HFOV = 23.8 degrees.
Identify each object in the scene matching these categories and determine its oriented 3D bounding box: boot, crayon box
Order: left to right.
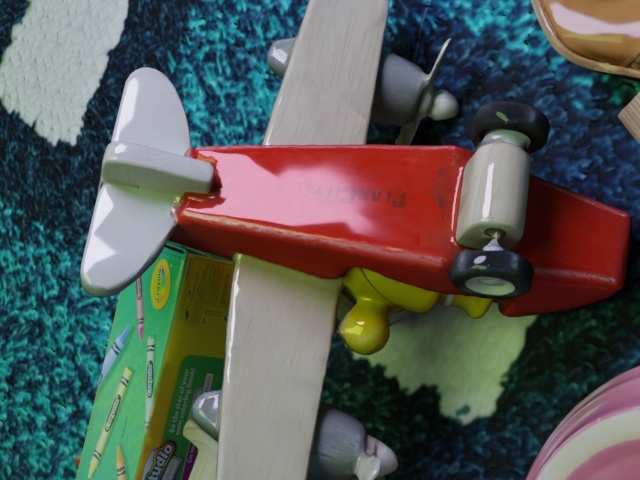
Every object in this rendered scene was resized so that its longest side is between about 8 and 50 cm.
[{"bbox_3d":[-0.115,0.147,1.377,0.081,0.165,0.279,16,92,45],"label":"crayon box"},{"bbox_3d":[0.259,-0.177,1.148,0.152,0.073,0.197,-49,64,27],"label":"boot"}]

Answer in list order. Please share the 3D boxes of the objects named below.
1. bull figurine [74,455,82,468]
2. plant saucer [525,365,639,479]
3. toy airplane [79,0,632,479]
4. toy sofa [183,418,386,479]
[{"bbox_3d":[-0.231,0.346,1.428,0.101,0.310,0.188,5,125,21],"label":"bull figurine"},{"bbox_3d":[0.253,0.242,1.057,0.332,0.084,0.332,-10,75,42],"label":"plant saucer"},{"bbox_3d":[0.000,0.000,1.223,0.386,0.272,0.384,-37,65,-6],"label":"toy airplane"},{"bbox_3d":[-0.071,0.347,1.305,0.177,0.150,0.363,31,104,44],"label":"toy sofa"}]
